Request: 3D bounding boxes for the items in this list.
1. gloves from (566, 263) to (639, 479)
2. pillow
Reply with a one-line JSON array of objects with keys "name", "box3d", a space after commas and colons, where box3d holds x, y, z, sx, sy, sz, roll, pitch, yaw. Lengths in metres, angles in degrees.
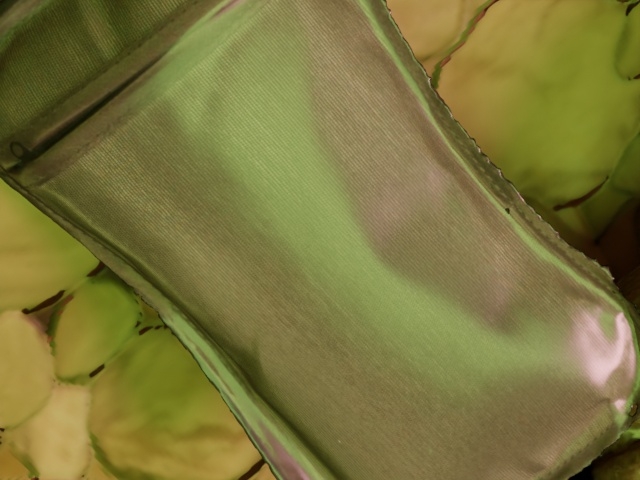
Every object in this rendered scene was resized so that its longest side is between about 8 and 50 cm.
[{"name": "gloves", "box3d": [0.246, 0.013, 0.502, 0.356, 0.155, 0.203, -38, 122, 7]}, {"name": "pillow", "box3d": [0.000, 0.000, 0.451, 0.130, 0.038, 0.233, -38, 107, 13]}]
